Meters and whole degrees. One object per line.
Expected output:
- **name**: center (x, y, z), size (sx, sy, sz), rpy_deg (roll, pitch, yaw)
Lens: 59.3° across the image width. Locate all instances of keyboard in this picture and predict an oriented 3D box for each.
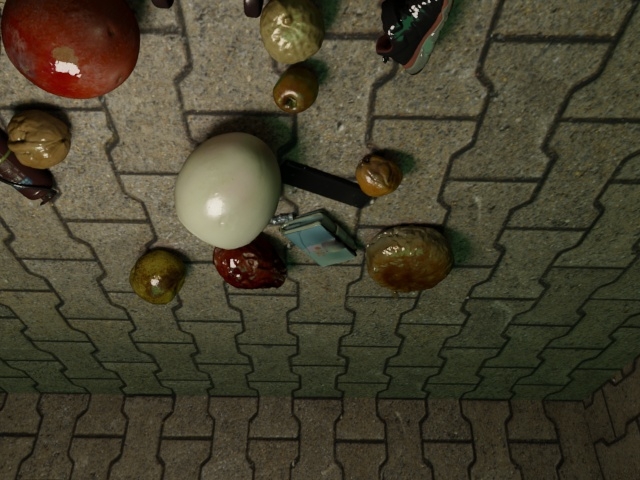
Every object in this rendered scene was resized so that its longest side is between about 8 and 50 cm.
- **keyboard**: center (0.017, -0.169, 1.719), size (0.310, 0.018, 0.101), rpy_deg (16, 144, -22)

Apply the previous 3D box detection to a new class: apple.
- **apple**: center (-0.058, -0.365, 1.367), size (0.099, 0.102, 0.114), rpy_deg (30, 145, -18)

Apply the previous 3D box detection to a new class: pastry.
- **pastry**: center (0.301, 0.068, 1.960), size (0.330, 0.136, 0.329), rpy_deg (1, 146, 1)

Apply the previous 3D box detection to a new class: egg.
- **egg**: center (-0.248, -0.143, 1.537), size (0.283, 0.283, 0.345), rpy_deg (17, 130, -22)

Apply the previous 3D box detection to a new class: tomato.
- **tomato**: center (-0.516, -0.419, 1.160), size (0.265, 0.265, 0.265), rpy_deg (0, 146, 0)

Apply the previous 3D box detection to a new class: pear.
- **pear**: center (-0.586, 0.126, 2.013), size (0.197, 0.197, 0.197), rpy_deg (0, 146, 0)

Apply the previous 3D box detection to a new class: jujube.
- **jujube**: center (-0.243, 0.082, 1.944), size (0.197, 0.197, 0.290), rpy_deg (-22, 148, 30)

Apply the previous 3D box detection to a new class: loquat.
- **loquat**: center (0.165, -0.189, 1.617), size (0.137, 0.113, 0.137), rpy_deg (22, 158, 9)

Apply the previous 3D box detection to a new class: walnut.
- **walnut**: center (-0.740, -0.267, 1.483), size (0.166, 0.149, 0.166), rpy_deg (11, 121, 19)

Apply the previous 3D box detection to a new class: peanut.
- **peanut**: center (-0.062, -0.457, 1.217), size (0.140, 0.109, 0.159), rpy_deg (-21, 147, 5)

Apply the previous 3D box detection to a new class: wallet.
- **wallet**: center (0.000, 0.000, 1.918), size (0.176, 0.075, 0.250), rpy_deg (-16, 144, 28)

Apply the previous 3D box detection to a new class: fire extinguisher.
- **fire extinguisher**: center (-0.885, -0.207, 1.605), size (0.141, 0.105, 0.341), rpy_deg (2, 148, 24)

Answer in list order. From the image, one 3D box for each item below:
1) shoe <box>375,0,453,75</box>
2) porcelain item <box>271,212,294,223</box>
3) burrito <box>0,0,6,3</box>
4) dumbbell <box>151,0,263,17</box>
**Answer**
- **shoe**: center (0.195, -0.483, 1.185), size (0.137, 0.114, 0.291), rpy_deg (12, 148, -8)
- **porcelain item**: center (-0.129, -0.072, 1.850), size (0.083, 0.036, 0.028), rpy_deg (-10, 113, 6)
- **burrito**: center (-0.697, -0.526, 1.184), size (0.149, 0.041, 0.055), rpy_deg (11, 122, -8)
- **dumbbell**: center (-0.220, -0.519, 1.104), size (0.225, 0.140, 0.124), rpy_deg (5, -171, -5)
